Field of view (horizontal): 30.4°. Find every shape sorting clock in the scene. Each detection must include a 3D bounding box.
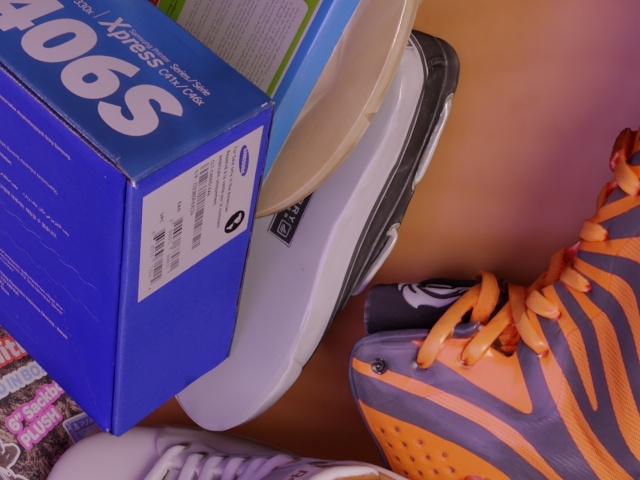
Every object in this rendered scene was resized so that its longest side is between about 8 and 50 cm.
[{"bbox_3d":[-0.023,-0.111,0.515,0.206,0.040,0.206,-7,81,49],"label":"shape sorting clock"}]

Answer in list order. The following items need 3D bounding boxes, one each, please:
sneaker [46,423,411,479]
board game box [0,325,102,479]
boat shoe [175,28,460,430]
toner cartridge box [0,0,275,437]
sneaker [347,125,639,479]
[{"bbox_3d":[-0.024,0.124,0.530,0.290,0.106,0.123,12,142,32],"label":"sneaker"},{"bbox_3d":[-0.243,0.152,0.698,0.232,0.141,0.291,-36,87,31],"label":"board game box"},{"bbox_3d":[0.000,0.000,0.559,0.078,0.070,0.219,43,116,29],"label":"boat shoe"},{"bbox_3d":[-0.174,-0.085,0.537,0.348,0.075,0.165,40,141,22],"label":"toner cartridge box"},{"bbox_3d":[0.104,0.017,0.484,0.180,0.124,0.321,16,112,22],"label":"sneaker"}]
